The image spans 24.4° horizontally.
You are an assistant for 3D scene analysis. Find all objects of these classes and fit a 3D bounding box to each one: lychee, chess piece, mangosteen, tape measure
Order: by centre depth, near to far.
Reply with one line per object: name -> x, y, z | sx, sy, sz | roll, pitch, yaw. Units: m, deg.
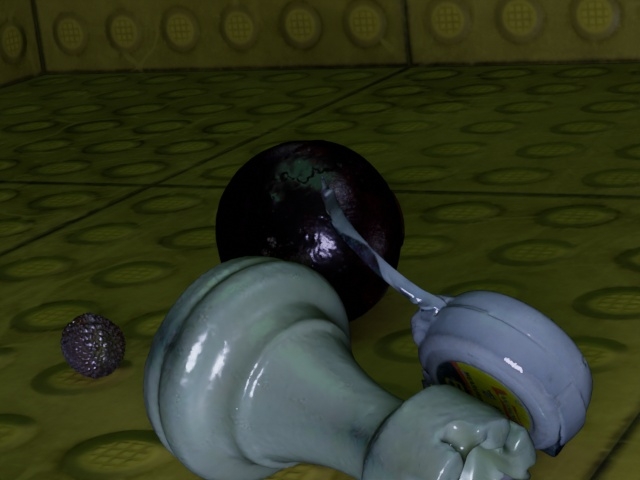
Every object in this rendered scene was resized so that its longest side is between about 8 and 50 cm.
chess piece -> 0.019, 0.140, 1.152 | 0.194, 0.194, 0.299 | -19, 29, -38
tape measure -> 0.114, 0.047, 1.176 | 0.164, 0.330, 0.084 | 7, 49, 39
lychee -> -0.235, 0.108, 1.536 | 0.067, 0.068, 0.083 | -7, 40, -16
mangosteen -> 0.000, 0.000, 1.633 | 0.211, 0.211, 0.250 | 1, -10, 23
